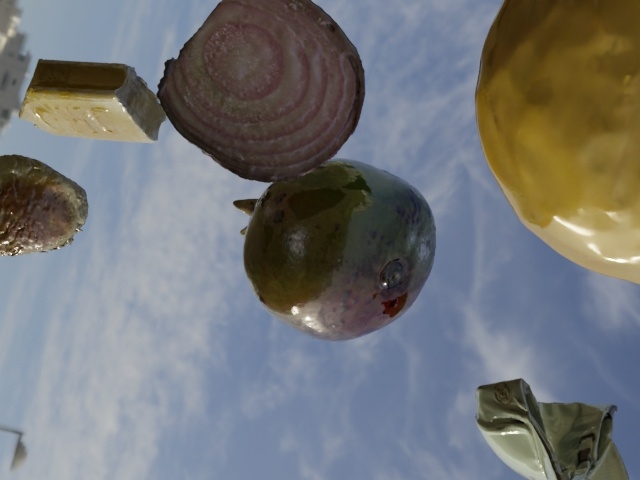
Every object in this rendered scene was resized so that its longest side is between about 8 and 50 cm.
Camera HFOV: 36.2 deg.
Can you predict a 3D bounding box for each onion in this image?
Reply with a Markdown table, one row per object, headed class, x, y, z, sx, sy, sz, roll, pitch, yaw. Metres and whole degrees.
| class | x | y | z | sx | sy | sz | roll | pitch | yaw |
| --- | --- | --- | --- | --- | --- | --- | --- | --- | --- |
| onion | -0.069 | -0.195 | 1.307 | 0.250 | 0.247 | 0.111 | -53 | 180 | -11 |

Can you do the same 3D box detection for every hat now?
| class | x | y | z | sx | sy | sz | roll | pitch | yaw |
| --- | --- | --- | --- | --- | --- | --- | --- | --- | --- |
| hat | 0.373 | 0.364 | 1.590 | 0.168 | 0.258 | 0.301 | -40 | -134 | 36 |

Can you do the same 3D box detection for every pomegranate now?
| class | x | y | z | sx | sy | sz | roll | pitch | yaw |
| --- | --- | --- | --- | --- | --- | --- | --- | --- | --- |
| pomegranate | 0.018 | -0.014 | 1.457 | 0.290 | 0.291 | 0.323 | -58 | -144 | 26 |

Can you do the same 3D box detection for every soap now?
| class | x | y | z | sx | sy | sz | roll | pitch | yaw |
| --- | --- | --- | --- | --- | --- | --- | --- | --- | --- |
| soap | -0.416 | -0.242 | 1.706 | 0.258 | 0.160 | 0.080 | 6 | -115 | 23 |

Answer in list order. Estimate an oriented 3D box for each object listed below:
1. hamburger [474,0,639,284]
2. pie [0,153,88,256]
| class | x | y | z | sx | sy | sz | roll | pitch | yaw |
| --- | --- | --- | --- | --- | --- | --- | --- | --- | --- |
| hamburger | 0.142 | -0.062 | 0.395 | 0.162 | 0.162 | 0.115 | -60 | 174 | 21 |
| pie | -0.435 | -0.049 | 1.411 | 0.079 | 0.194 | 0.163 | -100 | -173 | -58 |
